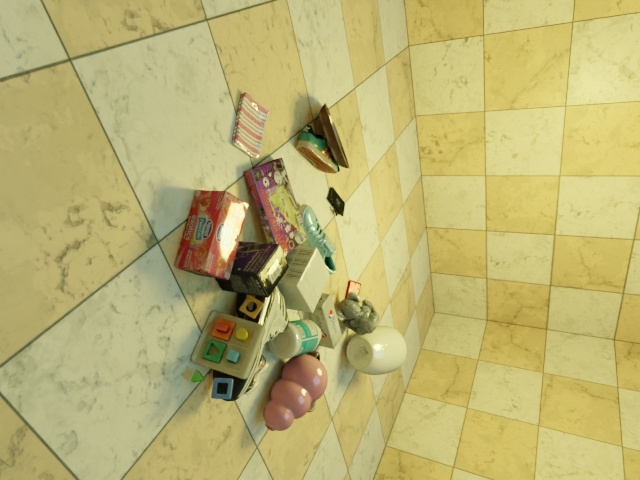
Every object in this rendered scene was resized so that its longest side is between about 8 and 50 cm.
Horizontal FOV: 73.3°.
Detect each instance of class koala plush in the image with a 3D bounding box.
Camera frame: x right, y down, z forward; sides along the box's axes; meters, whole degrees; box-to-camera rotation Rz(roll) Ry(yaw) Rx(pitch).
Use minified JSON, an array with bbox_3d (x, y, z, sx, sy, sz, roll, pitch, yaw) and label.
[{"bbox_3d":[0.187,0.385,2.305,0.196,0.203,0.221,-46,114,-2],"label":"koala plush"}]

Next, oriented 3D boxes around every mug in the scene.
[{"bbox_3d":[0.290,0.589,2.481,0.328,0.276,0.374,14,53,-55],"label":"mug"}]

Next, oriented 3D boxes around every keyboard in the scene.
[{"bbox_3d":[0.080,-0.183,2.187,0.180,0.023,0.108,44,50,-54],"label":"keyboard"}]

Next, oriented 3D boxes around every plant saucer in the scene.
[{"bbox_3d":[0.058,-0.468,1.957,0.310,0.050,0.311,-19,90,-82],"label":"plant saucer"}]

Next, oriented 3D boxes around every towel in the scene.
[{"bbox_3d":[-0.249,-0.408,1.538,0.144,0.029,0.197,22,75,-60],"label":"towel"}]

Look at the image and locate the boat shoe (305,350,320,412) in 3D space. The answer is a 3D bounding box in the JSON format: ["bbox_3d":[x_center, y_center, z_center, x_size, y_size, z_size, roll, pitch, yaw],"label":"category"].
[{"bbox_3d":[-0.047,0.659,2.002,0.116,0.096,0.325,-18,110,-60],"label":"boat shoe"}]

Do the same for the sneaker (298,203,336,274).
[{"bbox_3d":[0.000,0.000,1.932,0.135,0.150,0.366,-55,139,-44],"label":"sneaker"}]

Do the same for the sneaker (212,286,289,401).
[{"bbox_3d":[-0.217,0.368,1.570,0.257,0.169,0.448,46,52,-52],"label":"sneaker"}]

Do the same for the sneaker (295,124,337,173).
[{"bbox_3d":[0.004,-0.401,1.921,0.302,0.108,0.121,34,69,-57],"label":"sneaker"}]

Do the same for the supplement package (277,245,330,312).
[{"bbox_3d":[-0.086,0.158,1.797,0.203,0.149,0.194,-63,144,-35],"label":"supplement package"}]

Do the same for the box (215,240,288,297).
[{"bbox_3d":[-0.238,0.093,1.449,0.153,0.207,0.108,-59,142,-41],"label":"box"}]

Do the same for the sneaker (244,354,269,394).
[{"bbox_3d":[-0.266,0.497,1.624,0.077,0.072,0.178,66,30,-23],"label":"sneaker"}]

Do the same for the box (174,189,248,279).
[{"bbox_3d":[-0.335,-0.019,1.334,0.122,0.128,0.257,34,65,-58],"label":"box"}]

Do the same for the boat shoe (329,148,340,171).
[{"bbox_3d":[0.063,-0.396,2.101,0.049,0.040,0.142,-57,141,-41],"label":"boat shoe"}]

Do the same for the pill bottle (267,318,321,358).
[{"bbox_3d":[-0.096,0.412,1.823,0.264,0.146,0.146,12,84,-61],"label":"pill bottle"}]

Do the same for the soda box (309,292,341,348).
[{"bbox_3d":[0.021,0.390,2.092,0.098,0.091,0.286,-52,137,-44],"label":"soda box"}]

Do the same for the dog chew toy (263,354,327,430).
[{"bbox_3d":[-0.114,0.638,1.787,0.332,0.206,0.207,-47,134,-37],"label":"dog chew toy"}]

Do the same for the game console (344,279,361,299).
[{"bbox_3d":[0.178,0.310,2.452,0.124,0.085,0.144,21,72,-28],"label":"game console"}]

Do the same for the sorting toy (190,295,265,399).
[{"bbox_3d":[-0.298,0.331,1.396,0.047,0.195,0.348,92,15,-64],"label":"sorting toy"}]

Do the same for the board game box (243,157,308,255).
[{"bbox_3d":[-0.164,-0.127,1.653,0.208,0.056,0.347,-37,114,-49],"label":"board game box"}]
